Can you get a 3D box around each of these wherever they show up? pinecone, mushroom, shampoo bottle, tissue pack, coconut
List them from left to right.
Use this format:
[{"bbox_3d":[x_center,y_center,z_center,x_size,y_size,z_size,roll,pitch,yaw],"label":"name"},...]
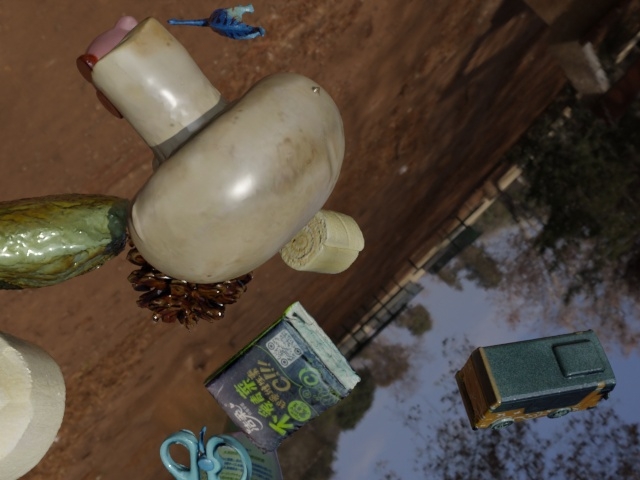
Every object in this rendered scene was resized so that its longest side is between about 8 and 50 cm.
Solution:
[{"bbox_3d":[-0.516,0.241,1.075,0.237,0.237,0.266,-43,159,-8],"label":"coconut"},{"bbox_3d":[-0.216,0.043,1.188,0.221,0.221,0.221,-43,176,-4],"label":"pinecone"},{"bbox_3d":[-0.133,-0.106,0.860,0.292,0.290,0.292,-43,-178,1],"label":"mushroom"},{"bbox_3d":[-0.189,0.548,1.782,0.349,0.222,0.151,-79,177,-47],"label":"shampoo bottle"},{"bbox_3d":[-0.069,0.236,1.246,0.235,0.173,0.073,-42,178,31],"label":"tissue pack"}]

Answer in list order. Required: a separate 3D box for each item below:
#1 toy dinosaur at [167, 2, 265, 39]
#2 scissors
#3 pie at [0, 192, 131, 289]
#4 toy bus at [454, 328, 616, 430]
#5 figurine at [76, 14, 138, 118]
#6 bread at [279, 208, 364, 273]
[{"bbox_3d":[-0.217,-0.534,1.799,0.144,0.329,0.076,-33,132,-43],"label":"toy dinosaur"},{"bbox_3d":[-0.217,0.514,1.432,0.032,0.180,0.392,-57,153,-59],"label":"scissors"},{"bbox_3d":[-0.547,0.005,1.389,0.396,0.180,0.418,-9,-178,-10],"label":"pie"},{"bbox_3d":[0.431,0.276,1.470,0.275,0.138,0.167,-6,147,-12],"label":"toy bus"},{"bbox_3d":[-0.425,-0.378,1.601,0.173,0.173,0.173,-43,176,-4],"label":"figurine"},{"bbox_3d":[0.000,0.000,1.640,0.148,0.134,0.141,-40,151,27],"label":"bread"}]
